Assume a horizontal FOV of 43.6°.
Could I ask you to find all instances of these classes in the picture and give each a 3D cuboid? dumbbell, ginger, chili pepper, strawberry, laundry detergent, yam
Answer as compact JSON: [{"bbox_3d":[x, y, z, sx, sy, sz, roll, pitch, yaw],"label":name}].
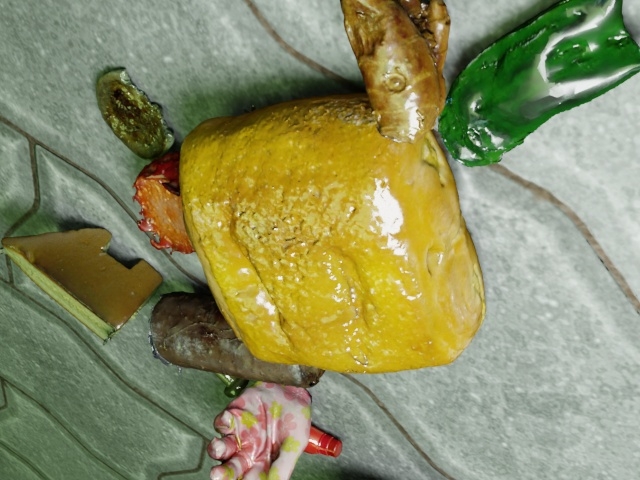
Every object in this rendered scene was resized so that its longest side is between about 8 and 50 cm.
[{"bbox_3d":[-0.173,0.211,1.339,0.118,0.046,0.052,47,146,-11],"label":"dumbbell"},{"bbox_3d":[0.077,-0.174,0.717,0.073,0.103,0.162,-9,109,33],"label":"ginger"},{"bbox_3d":[0.184,-0.138,0.695,0.098,0.061,0.224,49,143,-2],"label":"chili pepper"},{"bbox_3d":[-0.179,-0.049,1.051,0.145,0.086,0.145,21,141,18],"label":"strawberry"},{"bbox_3d":[-0.038,0.330,1.344,0.165,0.049,0.097,13,156,27],"label":"laundry detergent"},{"bbox_3d":[-0.116,0.143,1.168,0.280,0.131,0.131,3,130,33],"label":"yam"}]

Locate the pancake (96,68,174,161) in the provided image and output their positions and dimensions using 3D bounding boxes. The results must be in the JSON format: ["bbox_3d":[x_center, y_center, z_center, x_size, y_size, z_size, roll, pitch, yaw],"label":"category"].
[{"bbox_3d":[-0.246,-0.160,1.049,0.129,0.022,0.116,49,141,-5],"label":"pancake"}]

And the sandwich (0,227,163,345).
[{"bbox_3d":[-0.388,0.052,1.291,0.236,0.128,0.122,40,146,0],"label":"sandwich"}]

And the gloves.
[{"bbox_3d":[-0.103,0.314,1.225,0.145,0.241,0.126,40,142,-2],"label":"gloves"}]

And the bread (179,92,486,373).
[{"bbox_3d":[-0.003,0.005,0.894,0.337,0.148,0.328,0,128,28],"label":"bread"}]
